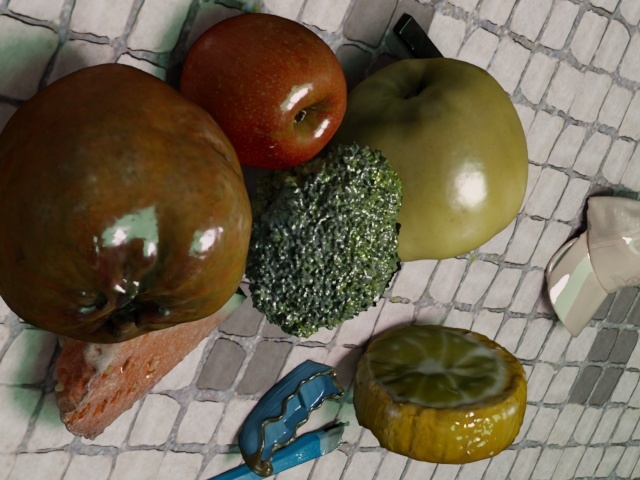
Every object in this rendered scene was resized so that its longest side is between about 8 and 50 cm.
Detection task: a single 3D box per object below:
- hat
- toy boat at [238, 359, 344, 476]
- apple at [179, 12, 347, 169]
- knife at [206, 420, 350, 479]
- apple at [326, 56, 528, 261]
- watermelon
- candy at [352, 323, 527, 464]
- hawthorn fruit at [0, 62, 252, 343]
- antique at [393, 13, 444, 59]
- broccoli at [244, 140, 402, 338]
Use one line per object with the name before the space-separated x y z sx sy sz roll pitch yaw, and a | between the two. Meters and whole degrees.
hat | 0.491 0.056 2.480 0.219 0.164 0.226 43 59 -51
toy boat | -0.040 0.249 2.050 0.185 0.077 0.075 -41 140 -23
apple | -0.066 -0.164 1.663 0.181 0.168 0.181 -33 142 -30
knife | -0.069 0.317 2.111 0.296 0.026 0.044 -15 123 -39
apple | 0.136 -0.099 1.869 0.262 0.262 0.262 -28 134 -34
watermelon | -0.231 0.117 1.720 0.257 0.140 0.193 -54 149 10
candy | 0.172 0.221 2.125 0.260 0.260 0.118 -25 129 -37
hawthorn fruit | -0.212 -0.050 1.508 0.267 0.301 0.268 -10 143 -7
antique | 0.149 -0.242 1.977 0.031 0.015 0.192 -55 143 -4
broccoli | 0.000 0.003 1.747 0.226 0.198 0.176 105 -9 -58
